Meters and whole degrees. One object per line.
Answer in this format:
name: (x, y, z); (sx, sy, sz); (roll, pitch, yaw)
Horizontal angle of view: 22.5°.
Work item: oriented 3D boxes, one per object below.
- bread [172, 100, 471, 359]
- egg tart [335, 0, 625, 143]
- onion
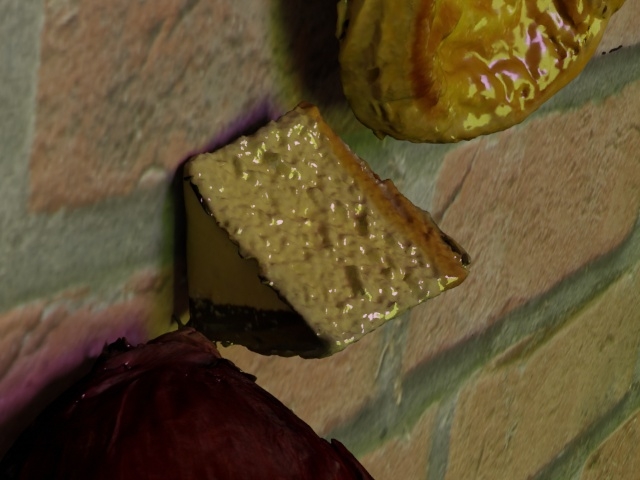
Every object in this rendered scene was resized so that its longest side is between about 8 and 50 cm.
bread: (0.000, 0.000, 0.975); (0.147, 0.152, 0.127); (-31, 132, -43)
egg tart: (0.107, -0.200, 1.052); (0.295, 0.116, 0.295); (-33, 146, -26)
onion: (-0.080, 0.199, 0.864); (0.221, 0.281, 0.281); (1, 110, -19)
